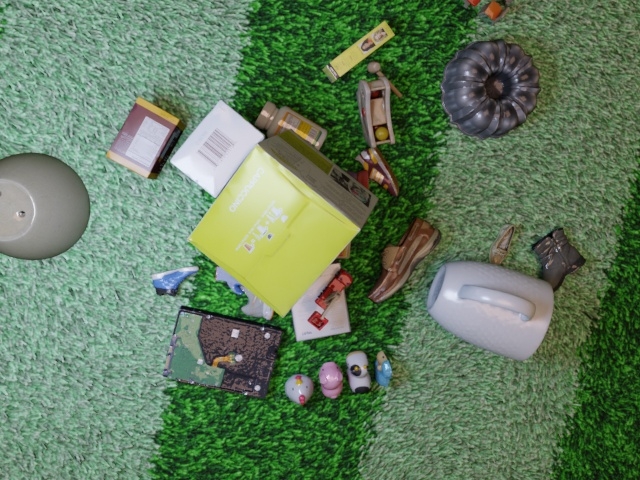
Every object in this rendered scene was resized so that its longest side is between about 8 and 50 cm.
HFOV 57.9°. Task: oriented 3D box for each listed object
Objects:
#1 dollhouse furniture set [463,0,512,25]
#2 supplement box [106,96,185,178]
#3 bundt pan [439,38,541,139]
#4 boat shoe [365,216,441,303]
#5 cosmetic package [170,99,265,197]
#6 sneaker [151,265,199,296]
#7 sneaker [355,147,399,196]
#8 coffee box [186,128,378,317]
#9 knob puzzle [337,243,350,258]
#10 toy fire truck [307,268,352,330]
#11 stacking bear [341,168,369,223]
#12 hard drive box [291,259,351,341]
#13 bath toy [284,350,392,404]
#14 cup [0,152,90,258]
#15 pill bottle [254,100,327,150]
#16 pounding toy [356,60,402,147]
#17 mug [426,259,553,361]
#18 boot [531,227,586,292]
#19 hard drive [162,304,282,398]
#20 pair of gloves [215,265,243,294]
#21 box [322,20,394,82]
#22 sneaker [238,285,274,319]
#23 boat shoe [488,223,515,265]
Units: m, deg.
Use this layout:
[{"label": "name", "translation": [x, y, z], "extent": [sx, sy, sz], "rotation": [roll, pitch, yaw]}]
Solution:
[{"label": "dollhouse furniture set", "translation": [0.533, -0.861, 1.817], "extent": [0.262, 0.135, 0.259], "rotation": [36, 90, -9]}, {"label": "supplement box", "translation": [-0.510, -0.295, 1.707], "extent": [0.129, 0.191, 0.194], "rotation": [29, 91, -9]}, {"label": "bundt pan", "translation": [0.561, -0.493, 1.866], "extent": [0.331, 0.124, 0.330], "rotation": [-1, 96, -7]}, {"label": "boat shoe", "translation": [0.253, 0.061, 1.891], "extent": [0.120, 0.122, 0.324], "rotation": [42, 81, -4]}, {"label": "cosmetic package", "translation": [-0.275, -0.246, 1.646], "extent": [0.156, 0.385, 0.217], "rotation": [39, 92, -5]}, {"label": "sneaker", "translation": [-0.451, 0.132, 1.824], "extent": [0.152, 0.058, 0.084], "rotation": [-13, 92, -2]}, {"label": "sneaker", "translation": [0.186, -0.214, 1.879], "extent": [0.084, 0.069, 0.185], "rotation": [-25, 107, 22]}, {"label": "coffee box", "translation": [-0.093, -0.062, 1.601], "extent": [0.338, 0.334, 0.337], "rotation": [40, 112, -1]}, {"label": "knob puzzle", "translation": [0.000, 0.000, 1.830], "extent": [0.213, 0.029, 0.213], "rotation": [0, 135, 0]}, {"label": "toy fire truck", "translation": [0.032, 0.176, 1.765], "extent": [0.047, 0.135, 0.192], "rotation": [40, 89, -10]}, {"label": "stacking bear", "translation": [0.002, -0.143, 1.814], "extent": [0.289, 0.175, 0.164], "rotation": [0, 77, 1]}, {"label": "hard drive box", "translation": [-0.011, 0.192, 1.875], "extent": [0.181, 0.089, 0.231], "rotation": [-9, 96, -6]}, {"label": "bath toy", "translation": [0.054, 0.455, 1.891], "extent": [0.349, 0.129, 0.151], "rotation": [-13, 98, -5]}, {"label": "cup", "translation": [-0.865, -0.093, 1.659], "extent": [0.332, 0.237, 0.330], "rotation": [-1, 96, -7]}, {"label": "pill bottle", "translation": [-0.094, -0.343, 1.795], "extent": [0.209, 0.117, 0.117], "rotation": [29, 91, -10]}, {"label": "pounding toy", "translation": [0.203, -0.434, 1.807], "extent": [0.155, 0.154, 0.269], "rotation": [-12, 98, -6]}, {"label": "mug", "translation": [0.527, 0.198, 1.807], "extent": [0.328, 0.374, 0.276], "rotation": [20, 82, 0]}, {"label": "boot", "translation": [0.773, 0.079, 1.983], "extent": [0.246, 0.083, 0.161], "rotation": [-41, 92, -8]}, {"label": "hard drive", "translation": [-0.314, 0.360, 1.865], "extent": [0.339, 0.064, 0.236], "rotation": [13, 94, -9]}, {"label": "pair of gloves", "translation": [-0.261, 0.069, 1.824], "extent": [0.160, 0.023, 0.198], "rotation": [7, 86, 23]}, {"label": "box", "translation": [0.117, -0.591, 1.816], "extent": [0.232, 0.087, 0.058], "rotation": [-39, 101, -3]}, {"label": "sneaker", "translation": [-0.200, 0.123, 1.842], "extent": [0.121, 0.099, 0.262], "rotation": [4, 94, -3]}, {"label": "boat shoe", "translation": [0.618, 0.016, 1.961], "extent": [0.056, 0.048, 0.152], "rotation": [24, 92, -9]}]
